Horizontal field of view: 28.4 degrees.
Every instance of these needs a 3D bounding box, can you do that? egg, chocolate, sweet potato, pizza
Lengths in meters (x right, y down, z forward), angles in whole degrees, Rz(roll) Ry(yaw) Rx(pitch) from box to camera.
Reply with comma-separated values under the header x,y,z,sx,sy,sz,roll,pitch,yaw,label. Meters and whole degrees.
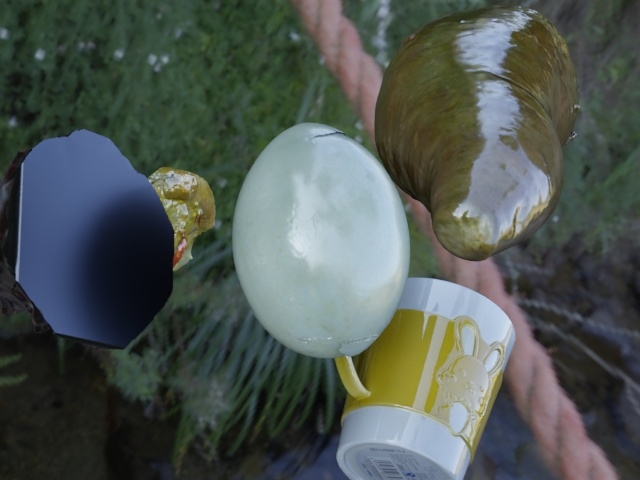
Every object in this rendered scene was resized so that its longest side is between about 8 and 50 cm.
x,y,z,sx,sy,sz,roll,pitch,yaw,label
0.000,0.000,1.331,0.186,0.186,0.253,-2,77,-43,egg
-0.284,0.013,1.322,0.206,0.177,0.224,19,63,-48,chocolate
0.057,-0.048,0.449,0.077,0.077,0.244,34,14,2,sweet potato
-0.241,0.033,1.871,0.075,0.288,0.280,27,2,11,pizza

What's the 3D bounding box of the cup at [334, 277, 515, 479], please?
x,y,z,sx,sy,sz,roll,pitch,yaw,label
0.097,0.161,1.468,0.241,0.185,0.226,38,53,-26,cup
